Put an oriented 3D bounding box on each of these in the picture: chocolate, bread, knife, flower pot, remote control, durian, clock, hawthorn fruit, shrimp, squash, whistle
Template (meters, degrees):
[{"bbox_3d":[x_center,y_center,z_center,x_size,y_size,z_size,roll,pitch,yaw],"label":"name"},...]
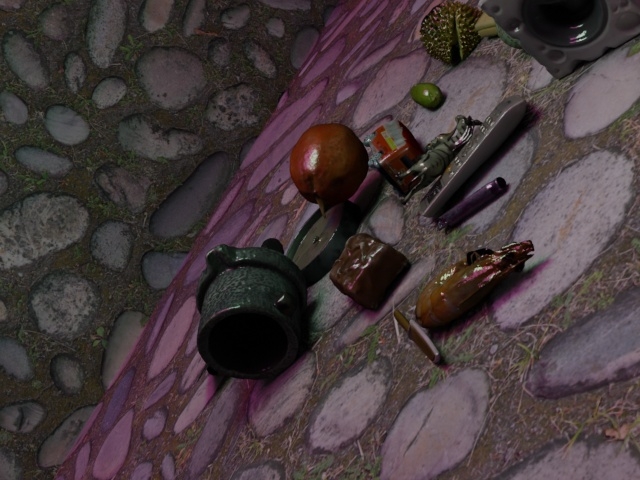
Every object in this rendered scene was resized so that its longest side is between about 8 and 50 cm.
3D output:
[{"bbox_3d":[0.095,0.059,1.721,0.148,0.093,0.214,-53,18,-4],"label":"chocolate"},{"bbox_3d":[0.480,-0.588,2.008,0.139,0.060,0.178,-55,18,-4],"label":"bread"},{"bbox_3d":[0.169,0.167,1.419,0.022,0.046,0.256,-13,16,-8],"label":"knife"},{"bbox_3d":[-0.174,0.146,1.898,0.299,0.299,0.283,-44,24,26],"label":"flower pot"},{"bbox_3d":[0.325,-0.173,1.655,0.313,0.055,0.109,-52,8,16],"label":"remote control"},{"bbox_3d":[0.360,-0.603,2.210,0.193,0.138,0.237,-50,18,9],"label":"durian"},{"bbox_3d":[0.000,0.000,2.121,0.280,0.055,0.280,-46,20,22],"label":"clock"},{"bbox_3d":[0.019,-0.176,2.034,0.210,0.210,0.262,-38,30,38],"label":"hawthorn fruit"},{"bbox_3d":[0.267,0.060,1.365,0.287,0.063,0.152,-40,11,39],"label":"shrimp"},{"bbox_3d":[0.285,-0.402,2.148,0.066,0.066,0.201,-50,15,9],"label":"squash"},{"bbox_3d":[0.297,-0.070,1.558,0.176,0.033,0.033,-38,24,38],"label":"whistle"}]

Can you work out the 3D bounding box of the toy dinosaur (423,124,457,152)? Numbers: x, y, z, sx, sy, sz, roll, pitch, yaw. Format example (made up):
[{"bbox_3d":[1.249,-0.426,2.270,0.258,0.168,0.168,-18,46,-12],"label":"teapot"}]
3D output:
[{"bbox_3d":[0.285,-0.235,1.879,0.180,0.037,0.058,-22,40,59],"label":"toy dinosaur"}]

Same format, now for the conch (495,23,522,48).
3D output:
[{"bbox_3d":[0.474,-0.493,1.792,0.135,0.102,0.153,-29,48,18],"label":"conch"}]

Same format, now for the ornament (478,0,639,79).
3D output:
[{"bbox_3d":[0.501,-0.514,1.537,0.240,0.239,0.240,-27,31,54],"label":"ornament"}]

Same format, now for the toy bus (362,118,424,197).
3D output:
[{"bbox_3d":[0.190,-0.218,1.970,0.120,0.121,0.265,-39,20,14],"label":"toy bus"}]

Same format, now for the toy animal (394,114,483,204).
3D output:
[{"bbox_3d":[0.262,-0.184,1.753,0.217,0.073,0.176,-47,5,-36],"label":"toy animal"}]

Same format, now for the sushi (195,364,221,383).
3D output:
[{"bbox_3d":[-0.232,0.273,2.203,0.290,0.050,0.264,-54,4,6],"label":"sushi"}]
